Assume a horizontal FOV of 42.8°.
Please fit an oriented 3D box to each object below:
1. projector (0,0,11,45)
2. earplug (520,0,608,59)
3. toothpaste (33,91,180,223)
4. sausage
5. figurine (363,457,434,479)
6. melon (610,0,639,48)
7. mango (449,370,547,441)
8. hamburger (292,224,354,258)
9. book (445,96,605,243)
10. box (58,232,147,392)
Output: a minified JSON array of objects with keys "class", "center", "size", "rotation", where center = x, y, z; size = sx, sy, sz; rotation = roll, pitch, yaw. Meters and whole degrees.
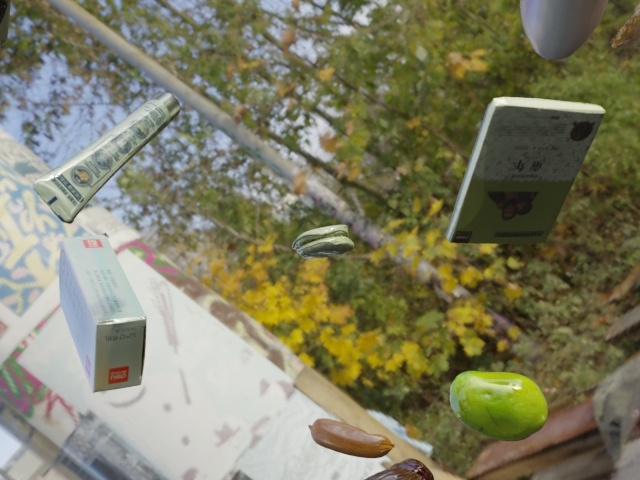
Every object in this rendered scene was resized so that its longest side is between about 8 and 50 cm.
[{"class":"projector","center":[-0.733,-0.469,1.640],"size":[0.259,0.079,0.257],"rotation":[-40,-16,-45]},{"class":"earplug","center":[0.380,-0.398,1.254],"size":[0.172,0.172,0.301],"rotation":[-51,-25,-24]},{"class":"toothpaste","center":[-0.251,-0.110,0.997],"size":[0.039,0.062,0.239],"rotation":[-22,23,43]},{"class":"sausage","center":[0.056,0.396,1.621],"size":[0.054,0.183,0.062],"rotation":[-53,-31,-47]},{"class":"figurine","center":[0.152,0.416,1.027],"size":[0.168,0.315,0.187],"rotation":[-44,-42,-9]},{"class":"melon","center":[0.493,-0.353,1.167],"size":[0.098,0.054,0.182],"rotation":[-6,-35,-16]},{"class":"mango","center":[0.300,0.279,1.382],"size":[0.089,0.163,0.117],"rotation":[-59,-27,-66]},{"class":"hamburger","center":[0.001,0.004,1.600],"size":[0.121,0.054,0.084],"rotation":[-11,-10,8]},{"class":"book","center":[0.412,-0.131,1.669],"size":[0.035,0.239,0.352],"rotation":[-104,20,-48]},{"class":"box","center":[-0.351,0.106,1.297],"size":[0.079,0.269,0.135],"rotation":[-4,-60,-28]}]
